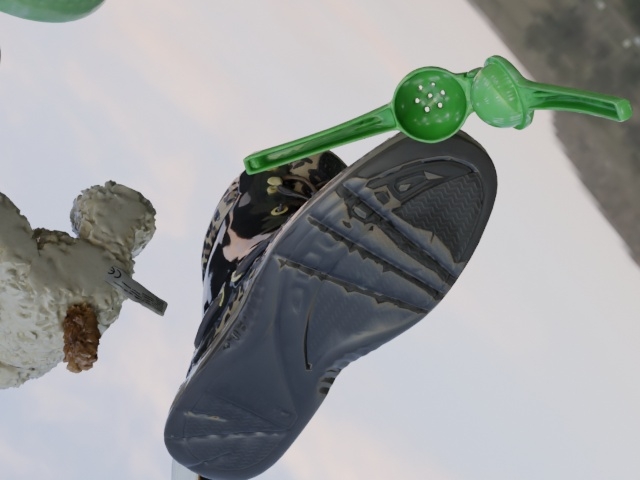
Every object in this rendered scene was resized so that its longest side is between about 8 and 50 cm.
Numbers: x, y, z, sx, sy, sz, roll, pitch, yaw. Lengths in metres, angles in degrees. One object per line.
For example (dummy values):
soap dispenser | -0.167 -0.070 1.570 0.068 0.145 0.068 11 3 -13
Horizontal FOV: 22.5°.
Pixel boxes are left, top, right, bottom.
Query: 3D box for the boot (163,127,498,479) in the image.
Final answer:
boot | 0.000 0.000 1.389 0.138 0.377 0.284 29 -154 -16

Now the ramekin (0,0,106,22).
ramekin | -0.350 -0.420 1.917 0.303 0.148 0.303 25 -141 -23

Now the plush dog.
plush dog | -0.291 0.073 1.591 0.262 0.225 0.210 -3 -117 -37

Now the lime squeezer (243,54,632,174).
lime squeezer | 0.094 -0.097 1.135 0.110 0.310 0.059 -16 -81 -53

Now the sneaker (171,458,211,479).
sneaker | -0.142 0.392 2.083 0.106 0.123 0.290 2 -100 -31
